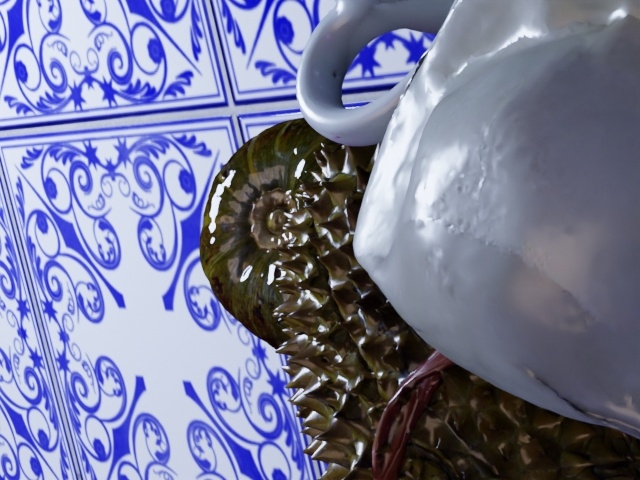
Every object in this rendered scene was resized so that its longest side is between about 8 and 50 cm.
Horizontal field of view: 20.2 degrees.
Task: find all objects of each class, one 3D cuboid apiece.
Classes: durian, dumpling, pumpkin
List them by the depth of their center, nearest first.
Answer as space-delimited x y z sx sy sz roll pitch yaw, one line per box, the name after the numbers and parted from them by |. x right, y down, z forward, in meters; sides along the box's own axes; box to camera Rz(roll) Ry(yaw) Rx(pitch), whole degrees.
0.145 -0.034 1.017 0.341 0.181 0.260 -126 42 -68 | dumpling
0.124 0.084 1.290 0.347 0.348 0.384 124 147 -48 | durian
0.000 0.000 1.562 0.219 0.162 0.219 -2 87 33 | pumpkin

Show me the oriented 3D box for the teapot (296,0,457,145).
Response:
0.065 -0.262 1.257 0.280 0.252 0.424 -10 63 45 | teapot
